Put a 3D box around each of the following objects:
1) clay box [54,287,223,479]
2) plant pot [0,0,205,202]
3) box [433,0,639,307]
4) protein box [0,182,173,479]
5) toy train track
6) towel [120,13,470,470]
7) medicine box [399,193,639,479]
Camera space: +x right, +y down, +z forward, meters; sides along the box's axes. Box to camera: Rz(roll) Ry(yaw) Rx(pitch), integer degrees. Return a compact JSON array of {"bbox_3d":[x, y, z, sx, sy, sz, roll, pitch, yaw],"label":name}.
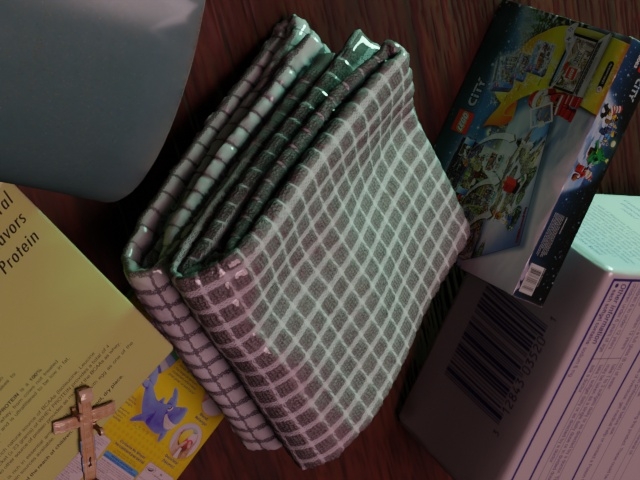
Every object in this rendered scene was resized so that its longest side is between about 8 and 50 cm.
[{"bbox_3d":[-0.130,0.111,1.203,0.222,0.053,0.127,-53,134,-10],"label":"clay box"},{"bbox_3d":[-0.220,-0.175,0.856,0.235,0.293,0.293,4,108,-25],"label":"plant pot"},{"bbox_3d":[0.173,-0.079,1.291,0.044,0.159,0.233,21,96,-41],"label":"box"},{"bbox_3d":[-0.252,0.065,1.027,0.200,0.136,0.201,-48,132,-11],"label":"protein box"},{"bbox_3d":[-0.158,0.139,1.035,0.048,0.014,0.083,-18,122,-32],"label":"toy train track"},{"bbox_3d":[0.000,0.000,1.167,0.283,0.121,0.235,-56,134,-27],"label":"towel"},{"bbox_3d":[0.262,0.103,1.423,0.289,0.149,0.263,2,120,-40],"label":"medicine box"}]
